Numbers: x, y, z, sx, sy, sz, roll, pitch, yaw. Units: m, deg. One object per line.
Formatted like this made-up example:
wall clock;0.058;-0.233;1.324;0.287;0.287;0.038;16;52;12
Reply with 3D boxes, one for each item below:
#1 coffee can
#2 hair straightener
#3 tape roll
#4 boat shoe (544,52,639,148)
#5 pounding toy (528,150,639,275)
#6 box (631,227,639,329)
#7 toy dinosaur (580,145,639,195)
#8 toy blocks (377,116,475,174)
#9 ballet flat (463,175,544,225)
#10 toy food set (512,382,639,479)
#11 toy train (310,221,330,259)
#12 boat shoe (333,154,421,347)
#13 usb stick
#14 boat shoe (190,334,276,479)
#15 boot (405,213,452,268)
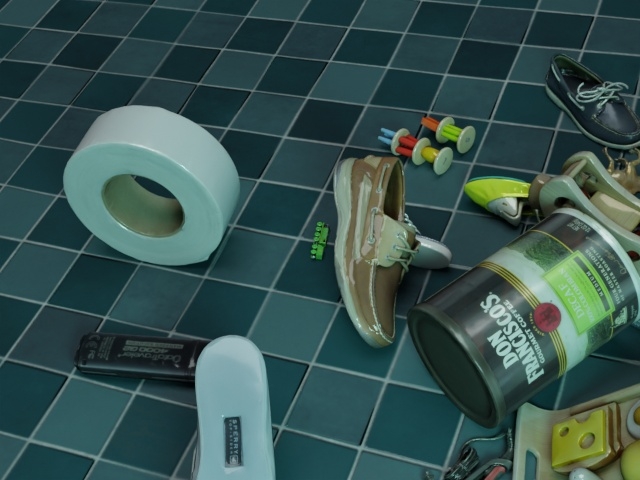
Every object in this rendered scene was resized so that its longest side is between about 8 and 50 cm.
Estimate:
coffee can;0.291;0.107;1.467;0.275;0.202;0.201;-33;49;-16
hair straightener;0.182;0.328;1.392;0.089;0.047;0.230;29;57;32
tape roll;-0.281;-0.087;1.725;0.286;0.286;0.100;5;47;16
boat shoe;0.505;-0.261;1.886;0.095;0.079;0.254;-21;46;-11
pounding toy;0.439;-0.066;1.568;0.269;0.154;0.155;29;58;32
box;0.512;0.047;1.596;0.232;0.059;0.183;31;58;33
toy dinosaur;0.527;-0.109;1.766;0.183;0.053;0.093;9;65;2
toy blocks;0.192;-0.192;1.897;0.148;0.054;0.123;29;58;33
ballet flat;0.354;-0.061;1.729;0.230;0.077;0.077;4;63;12
toy food set;0.377;0.255;1.310;0.306;0.092;0.220;-28;33;36
toy train;0.000;0.000;1.771;0.023;0.017;0.083;8;47;5
boat shoe;0.093;0.006;1.616;0.116;0.123;0.325;-13;68;22
usb stick;-0.252;0.187;1.617;0.277;0.045;0.077;3;54;14
boat shoe;-0.123;0.322;1.403;0.135;0.156;0.367;-3;74;2
boot;0.140;-0.014;1.719;0.190;0.069;0.086;13;55;23
